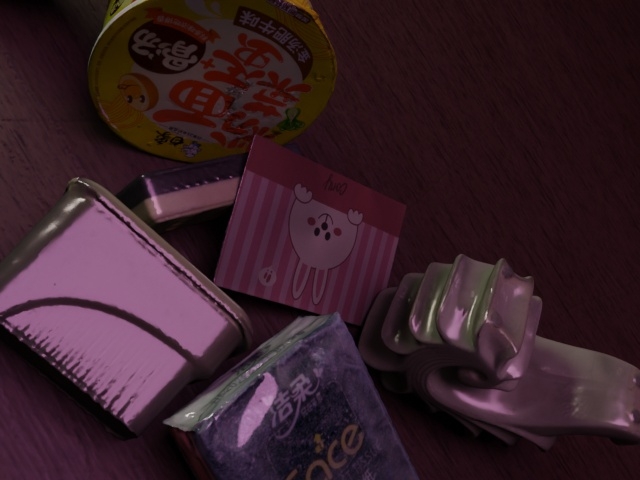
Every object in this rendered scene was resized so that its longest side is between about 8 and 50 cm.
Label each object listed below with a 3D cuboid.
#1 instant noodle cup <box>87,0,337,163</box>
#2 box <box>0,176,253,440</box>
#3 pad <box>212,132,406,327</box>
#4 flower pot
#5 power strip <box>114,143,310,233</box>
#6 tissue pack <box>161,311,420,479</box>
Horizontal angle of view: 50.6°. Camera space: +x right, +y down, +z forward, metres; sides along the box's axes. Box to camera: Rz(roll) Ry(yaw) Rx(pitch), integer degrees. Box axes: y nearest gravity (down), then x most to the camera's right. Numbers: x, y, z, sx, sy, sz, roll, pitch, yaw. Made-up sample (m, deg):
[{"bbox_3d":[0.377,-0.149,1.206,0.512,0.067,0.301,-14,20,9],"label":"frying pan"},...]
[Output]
[{"bbox_3d":[-0.142,-0.279,0.877,0.311,0.311,0.221,9,55,-30],"label":"instant noodle cup"},{"bbox_3d":[-0.231,0.087,0.753,0.274,0.138,0.178,43,60,-8],"label":"box"},{"bbox_3d":[0.000,0.000,0.931,0.300,0.005,0.202,22,79,-39],"label":"pad"},{"bbox_3d":[0.253,0.179,0.947,0.368,0.254,0.164,36,54,-17],"label":"flower pot"},{"bbox_3d":[-0.132,-0.067,0.891,0.257,0.105,0.070,-19,89,-38],"label":"power strip"},{"bbox_3d":[-0.011,0.272,0.788,0.228,0.103,0.315,-37,107,-38],"label":"tissue pack"}]
